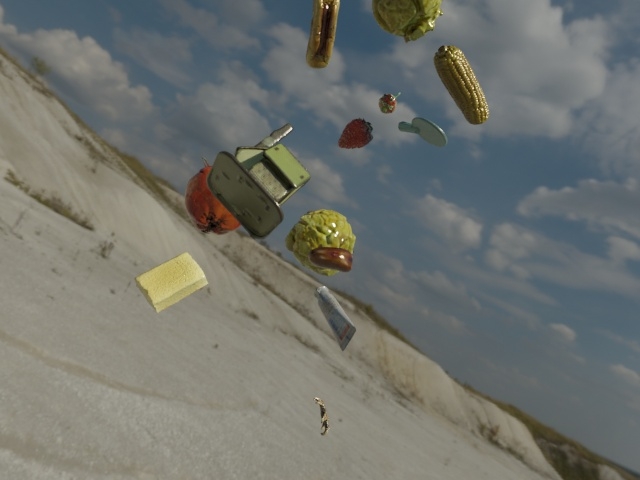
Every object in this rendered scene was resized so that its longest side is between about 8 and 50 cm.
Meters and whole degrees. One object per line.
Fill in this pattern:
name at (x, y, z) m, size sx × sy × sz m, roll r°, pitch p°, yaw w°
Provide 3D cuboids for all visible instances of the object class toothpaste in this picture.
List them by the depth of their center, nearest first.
toothpaste at (0.042, 0.233, 1.511) m, size 0.057 × 0.089 × 0.234 m, roll 14°, pitch 25°, yaw -31°

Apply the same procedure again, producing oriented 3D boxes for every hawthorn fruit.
hawthorn fruit at (-0.373, -0.167, 1.688) m, size 0.211 × 0.299 × 0.211 m, roll -13°, pitch -23°, yaw -6°

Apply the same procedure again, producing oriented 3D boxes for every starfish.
starfish at (0.003, 0.424, 1.182) m, size 0.078 × 0.028 × 0.091 m, roll -110°, pitch -172°, yaw -62°

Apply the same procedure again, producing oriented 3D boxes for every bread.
bread at (-0.461, 0.127, 1.504) m, size 0.125 × 0.188 × 0.068 m, roll 47°, pitch -29°, yaw 22°

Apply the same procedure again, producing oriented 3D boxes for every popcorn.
popcorn at (0.314, -0.859, 1.743) m, size 0.257 × 0.224 × 0.270 m, roll 39°, pitch -26°, yaw 12°
popcorn at (0.009, -0.001, 2.029) m, size 0.247 × 0.282 × 0.282 m, roll 45°, pitch 5°, yaw 38°

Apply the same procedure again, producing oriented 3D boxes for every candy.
candy at (0.325, -0.637, 2.165) m, size 0.078 × 0.084 × 0.288 m, roll 16°, pitch 32°, yaw 14°

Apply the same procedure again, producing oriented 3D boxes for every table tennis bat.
table tennis bat at (0.383, -0.417, 1.833) m, size 0.153 × 0.040 × 0.244 m, roll 42°, pitch -6°, yaw -37°

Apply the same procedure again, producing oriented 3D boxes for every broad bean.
broad bean at (0.036, 0.066, 1.744) m, size 0.165 × 0.085 × 0.114 m, roll 4°, pitch -33°, yaw -4°

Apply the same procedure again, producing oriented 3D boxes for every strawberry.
strawberry at (0.144, -0.445, 2.011) m, size 0.148 × 0.131 × 0.131 m, roll -2°, pitch -19°, yaw 21°

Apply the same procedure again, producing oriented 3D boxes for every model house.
model house at (-0.110, -0.178, 1.237) m, size 0.218 × 0.278 × 0.205 m, roll 49°, pitch -30°, yaw -4°

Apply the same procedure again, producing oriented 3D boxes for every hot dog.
hot dog at (0.008, -0.671, 1.545) m, size 0.084 × 0.243 × 0.073 m, roll 4°, pitch 31°, yaw -13°

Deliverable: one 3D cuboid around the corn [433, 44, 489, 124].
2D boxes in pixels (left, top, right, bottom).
corn at (0.547, -0.594, 1.857) m, size 0.120 × 0.120 × 0.363 m, roll 14°, pitch -25°, yaw 51°
